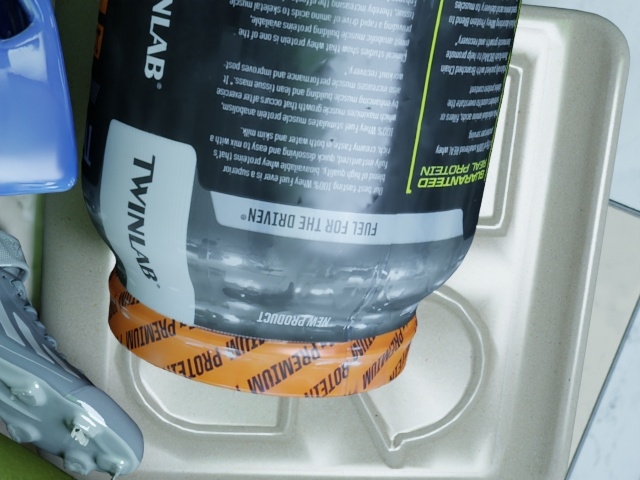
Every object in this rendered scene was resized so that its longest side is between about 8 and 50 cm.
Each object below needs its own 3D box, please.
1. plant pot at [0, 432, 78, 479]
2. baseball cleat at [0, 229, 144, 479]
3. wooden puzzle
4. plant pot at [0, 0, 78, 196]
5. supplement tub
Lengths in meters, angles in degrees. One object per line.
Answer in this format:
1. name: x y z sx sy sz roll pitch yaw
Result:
1. plant pot: -0.252 0.228 0.658 0.366 0.366 0.353 -44 102 -6
2. baseball cleat: -0.179 0.053 0.738 0.206 0.072 0.109 34 46 -7
3. wooden puzzle: 0.000 0.000 0.804 0.348 0.080 0.322 4 103 -7
4. plant pot: -0.256 -0.127 0.618 0.236 0.236 0.212 -6 97 -19
5. supplement tub: -0.007 -0.107 0.625 0.207 0.207 0.338 4 106 -22
